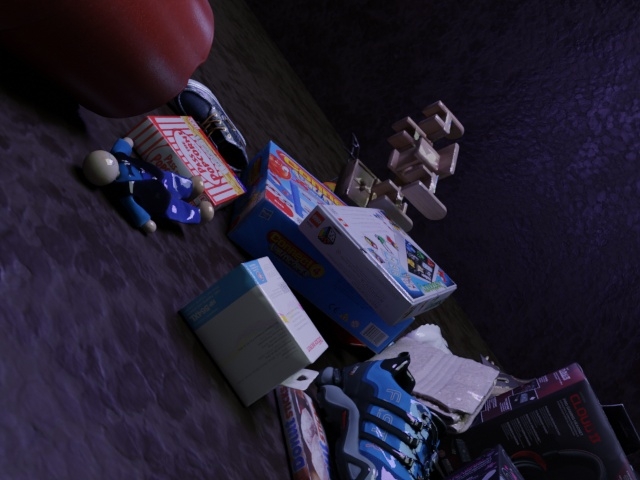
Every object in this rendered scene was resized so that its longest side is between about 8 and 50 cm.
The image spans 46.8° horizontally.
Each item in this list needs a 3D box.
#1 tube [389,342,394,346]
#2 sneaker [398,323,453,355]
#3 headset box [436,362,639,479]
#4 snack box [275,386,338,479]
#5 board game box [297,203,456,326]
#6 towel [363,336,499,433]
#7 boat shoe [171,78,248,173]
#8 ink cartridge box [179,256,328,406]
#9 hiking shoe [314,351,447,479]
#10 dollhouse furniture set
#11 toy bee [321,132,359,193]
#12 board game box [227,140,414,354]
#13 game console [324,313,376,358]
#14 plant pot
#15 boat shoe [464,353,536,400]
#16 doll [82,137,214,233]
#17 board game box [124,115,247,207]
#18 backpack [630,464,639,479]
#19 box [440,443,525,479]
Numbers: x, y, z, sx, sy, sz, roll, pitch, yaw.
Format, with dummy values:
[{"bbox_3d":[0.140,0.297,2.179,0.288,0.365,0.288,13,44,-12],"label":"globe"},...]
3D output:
[{"bbox_3d":[0.168,0.257,1.402,0.207,0.052,0.080,47,19,-16],"label":"tube"},{"bbox_3d":[0.250,0.258,1.648,0.235,0.090,0.095,36,30,-54],"label":"sneaker"},{"bbox_3d":[0.350,0.344,1.167,0.218,0.293,0.110,64,12,1],"label":"headset box"},{"bbox_3d":[-0.011,0.230,0.803,0.064,0.022,0.178,48,12,-32],"label":"snack box"},{"bbox_3d":[0.100,0.030,1.143,0.193,0.053,0.305,47,16,15],"label":"board game box"},{"bbox_3d":[0.174,0.220,1.183,0.187,0.049,0.282,20,12,20],"label":"towel"},{"bbox_3d":[-0.184,-0.195,1.264,0.183,0.065,0.083,46,12,-38],"label":"boat shoe"},{"bbox_3d":[-0.064,0.103,0.797,0.143,0.090,0.092,56,11,5],"label":"ink cartridge box"},{"bbox_3d":[0.085,0.239,0.826,0.304,0.132,0.113,-112,-178,-49],"label":"hiking shoe"},{"bbox_3d":[0.169,-0.100,1.403,0.161,0.242,0.212,41,49,-28],"label":"dollhouse furniture set"},{"bbox_3d":[0.021,-0.054,1.558,0.195,0.162,0.298,91,-13,-60],"label":"toy bee"},{"bbox_3d":[0.000,0.000,1.233,0.308,0.086,0.302,39,17,-17],"label":"board game box"},{"bbox_3d":[0.050,0.156,1.301,0.144,0.085,0.124,-115,-165,-45],"label":"game console"},{"bbox_3d":[-0.258,-0.283,0.789,0.272,0.272,0.265,60,5,29],"label":"plant pot"},{"bbox_3d":[0.308,0.278,1.393,0.355,0.132,0.130,3,64,-48],"label":"boat shoe"},{"bbox_3d":[-0.202,-0.065,0.851,0.189,0.046,0.129,17,47,-62],"label":"doll"},{"bbox_3d":[-0.184,-0.106,1.049,0.147,0.045,0.193,53,11,-4],"label":"board game box"},{"bbox_3d":[0.542,0.567,1.474,0.191,0.253,0.225,49,15,-4],"label":"backpack"},{"bbox_3d":[0.221,0.401,0.875,0.247,0.163,0.142,55,12,3],"label":"box"}]
